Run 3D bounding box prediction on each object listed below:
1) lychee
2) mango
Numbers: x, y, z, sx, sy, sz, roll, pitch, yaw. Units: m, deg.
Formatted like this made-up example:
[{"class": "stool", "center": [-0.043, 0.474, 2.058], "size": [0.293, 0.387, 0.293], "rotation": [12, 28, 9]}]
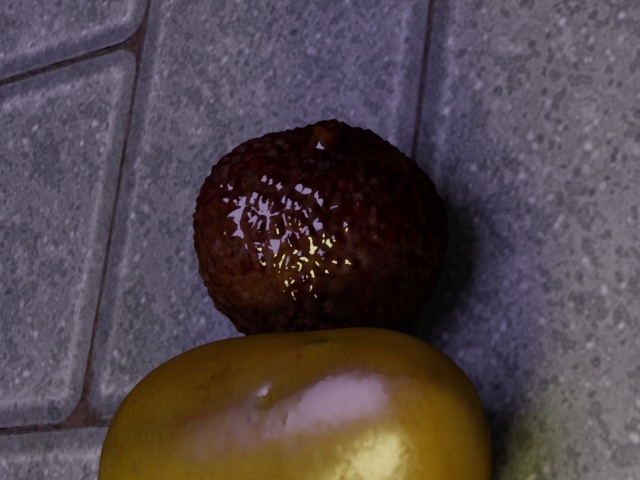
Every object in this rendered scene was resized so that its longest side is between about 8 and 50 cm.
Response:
[{"class": "lychee", "center": [0.000, 0.000, 1.862], "size": [0.260, 0.260, 0.261], "rotation": [-22, 58, 39]}, {"class": "mango", "center": [-0.023, 0.219, 1.763], "size": [0.445, 0.232, 0.300], "rotation": [-28, 96, 38]}]
